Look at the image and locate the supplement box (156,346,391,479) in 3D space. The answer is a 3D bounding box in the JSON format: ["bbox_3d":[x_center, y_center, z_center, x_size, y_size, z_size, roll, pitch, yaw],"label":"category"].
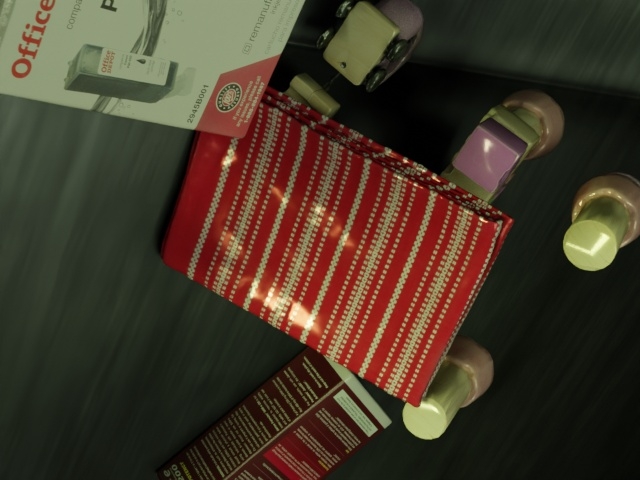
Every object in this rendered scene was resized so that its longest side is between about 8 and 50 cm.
[{"bbox_3d":[-0.049,0.232,1.116,0.239,0.073,0.130,-39,138,-4],"label":"supplement box"}]

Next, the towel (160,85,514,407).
[{"bbox_3d":[0.000,0.000,0.839,0.031,0.274,0.199,-37,153,-61],"label":"towel"}]

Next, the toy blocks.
[{"bbox_3d":[0.114,-0.039,0.942,0.289,0.309,0.260,-52,172,28],"label":"toy blocks"}]

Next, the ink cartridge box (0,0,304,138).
[{"bbox_3d":[-0.130,-0.173,0.701,0.217,0.092,0.159,7,119,-38],"label":"ink cartridge box"}]
